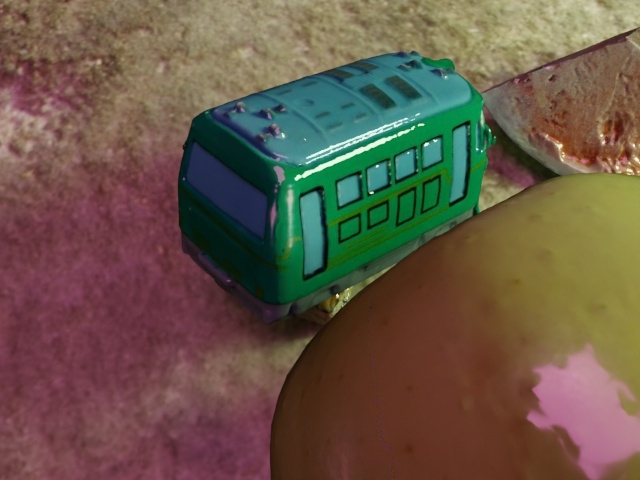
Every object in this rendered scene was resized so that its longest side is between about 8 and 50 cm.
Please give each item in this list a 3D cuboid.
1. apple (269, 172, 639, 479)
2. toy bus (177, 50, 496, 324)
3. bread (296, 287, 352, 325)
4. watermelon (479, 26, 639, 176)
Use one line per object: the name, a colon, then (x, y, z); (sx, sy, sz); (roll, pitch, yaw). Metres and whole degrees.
apple: (0.200, 0.187, 0.638); (0.474, 0.473, 0.473); (-1, 60, 3)
toy bus: (0.024, -0.078, 0.867); (0.344, 0.199, 0.183); (-26, 46, -34)
bread: (-0.007, 0.055, 0.929); (0.083, 0.076, 0.070); (18, 74, 13)
watermelon: (0.374, -0.162, 0.983); (0.256, 0.176, 0.260); (-40, 87, -10)
